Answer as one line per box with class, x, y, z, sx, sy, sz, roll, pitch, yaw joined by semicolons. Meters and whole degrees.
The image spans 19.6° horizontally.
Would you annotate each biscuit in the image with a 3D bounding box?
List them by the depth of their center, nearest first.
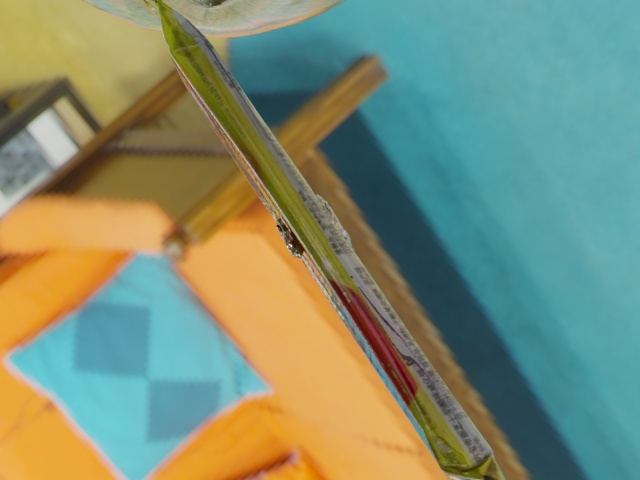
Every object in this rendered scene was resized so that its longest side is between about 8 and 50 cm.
biscuit;0.000;0.000;0.781;0.292;0.026;0.048;56;173;26

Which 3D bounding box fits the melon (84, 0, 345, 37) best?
melon;-0.048;-0.267;0.930;0.268;0.330;0.268;0;157;0
